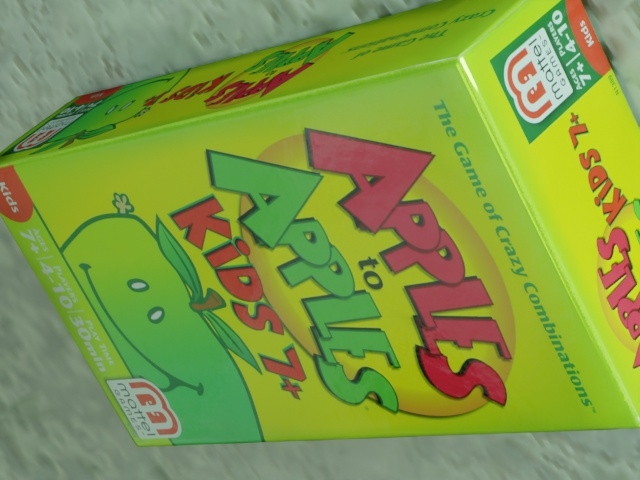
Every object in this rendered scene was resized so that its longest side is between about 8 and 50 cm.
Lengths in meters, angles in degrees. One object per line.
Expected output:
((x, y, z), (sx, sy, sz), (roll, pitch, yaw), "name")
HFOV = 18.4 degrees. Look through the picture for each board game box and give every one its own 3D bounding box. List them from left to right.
((0.000, 0.000, 0.483), (0.181, 0.043, 0.092), (-8, 115, 48), "board game box")
